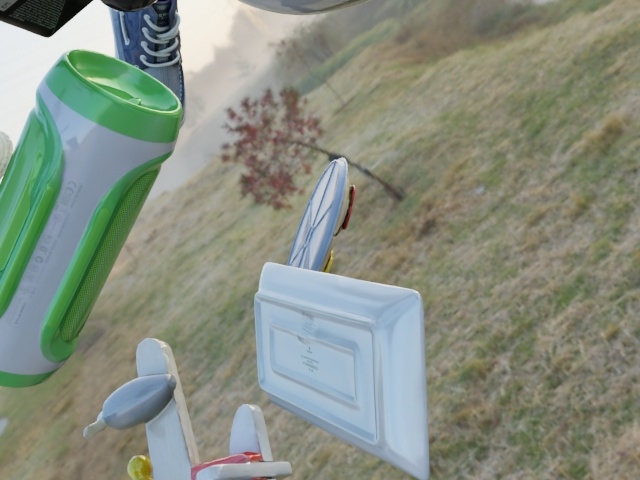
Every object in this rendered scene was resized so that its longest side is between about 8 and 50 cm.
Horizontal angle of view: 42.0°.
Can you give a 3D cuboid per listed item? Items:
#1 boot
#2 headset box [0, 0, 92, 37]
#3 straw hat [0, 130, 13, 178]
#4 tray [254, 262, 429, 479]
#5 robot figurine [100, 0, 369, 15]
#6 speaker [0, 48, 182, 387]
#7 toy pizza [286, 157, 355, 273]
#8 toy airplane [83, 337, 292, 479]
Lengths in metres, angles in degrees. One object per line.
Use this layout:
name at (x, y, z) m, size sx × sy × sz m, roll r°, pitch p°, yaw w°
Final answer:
boot at (-0.169, -0.201, 0.832) m, size 0.069 × 0.190 × 0.086 m, roll -20°, pitch 10°, yaw -28°
headset box at (-0.279, -0.300, 0.564) m, size 0.110 × 0.293 × 0.218 m, roll -37°, pitch -1°, yaw 8°
straw hat at (-0.372, -0.085, 0.802) m, size 0.144 × 0.061 × 0.144 m, roll -12°, pitch 42°, yaw 11°
tray at (0.002, 0.101, 0.716) m, size 0.030 × 0.145 × 0.270 m, roll -4°, pitch 5°, yaw -28°
robot figurine at (-0.043, -0.220, 0.328) m, size 0.173 × 0.278 × 0.209 m, roll -39°, pitch -5°, yaw -27°
speaker at (-0.233, -0.014, 0.744) m, size 0.296 × 0.131 × 0.131 m, roll -59°, pitch 6°, yaw 20°
toy pizza at (0.000, 0.000, 0.983) m, size 0.201 × 0.032 × 0.201 m, roll -161°, pitch 90°, yaw -80°
toy airplane at (-0.216, 0.379, 1.182) m, size 0.386 × 0.272 × 0.384 m, roll 33°, pitch 117°, yaw 56°
